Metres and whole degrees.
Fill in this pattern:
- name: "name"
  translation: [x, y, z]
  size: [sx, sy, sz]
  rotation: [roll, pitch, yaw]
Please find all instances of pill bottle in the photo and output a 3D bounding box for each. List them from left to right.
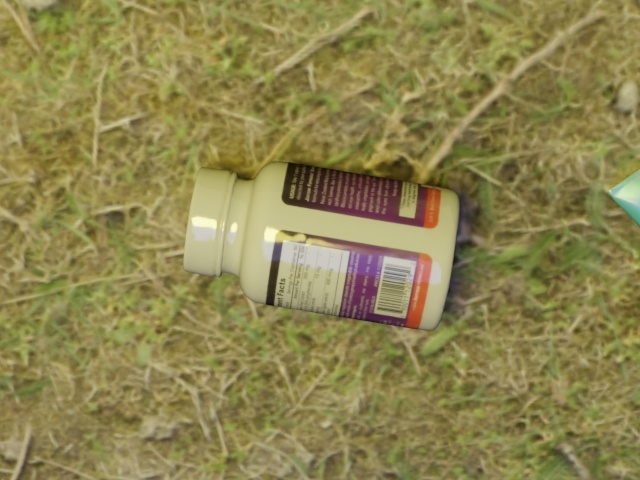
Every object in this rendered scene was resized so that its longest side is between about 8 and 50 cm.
- name: "pill bottle"
  translation: [0.000, 0.000, 1.341]
  size: [0.193, 0.108, 0.108]
  rotation: [10, 117, 0]

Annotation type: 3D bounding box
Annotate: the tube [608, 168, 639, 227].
- name: "tube"
  translation: [0.305, 0.020, 1.360]
  size: [0.080, 0.052, 0.207]
  rotation: [-37, 105, 0]
